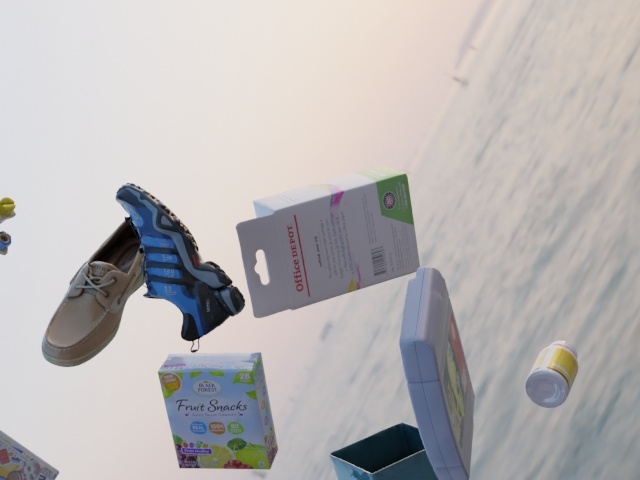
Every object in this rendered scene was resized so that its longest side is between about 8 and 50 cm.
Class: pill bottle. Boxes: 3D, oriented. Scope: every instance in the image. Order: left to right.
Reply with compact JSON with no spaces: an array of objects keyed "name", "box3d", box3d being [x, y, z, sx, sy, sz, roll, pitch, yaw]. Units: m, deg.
[{"name":"pill bottle","box3d":[0.353,0.198,1.690,0.116,0.065,0.065,-45,-16,-56]}]

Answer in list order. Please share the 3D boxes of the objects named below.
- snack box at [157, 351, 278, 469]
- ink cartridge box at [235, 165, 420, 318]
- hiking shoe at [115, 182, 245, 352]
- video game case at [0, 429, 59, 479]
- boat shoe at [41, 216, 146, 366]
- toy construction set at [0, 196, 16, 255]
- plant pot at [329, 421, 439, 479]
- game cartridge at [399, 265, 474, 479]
[{"name":"snack box","box3d":[-0.178,0.300,1.963,0.070,0.175,0.207,-64,-32,-63]},{"name":"ink cartridge box","box3d":[0.000,0.000,2.144,0.119,0.354,0.207,-150,47,-63]},{"name":"hiking shoe","box3d":[-0.265,0.034,1.892,0.132,0.304,0.113,-40,-12,-3]},{"name":"video game case","box3d":[-0.545,0.373,1.689,0.026,0.227,0.206,-30,25,58]},{"name":"boat shoe","box3d":[-0.405,0.084,2.036,0.341,0.122,0.110,-63,-17,-44]},{"name":"toy construction set","box3d":[-0.697,-0.068,1.949,0.151,0.215,0.328,-33,-16,25]},{"name":"plant pot","box3d":[0.150,0.479,2.019,0.166,0.234,0.166,-19,10,-25]},{"name":"game cartridge","box3d":[0.176,0.210,1.643,0.196,0.060,0.294,-70,-31,-49]}]
